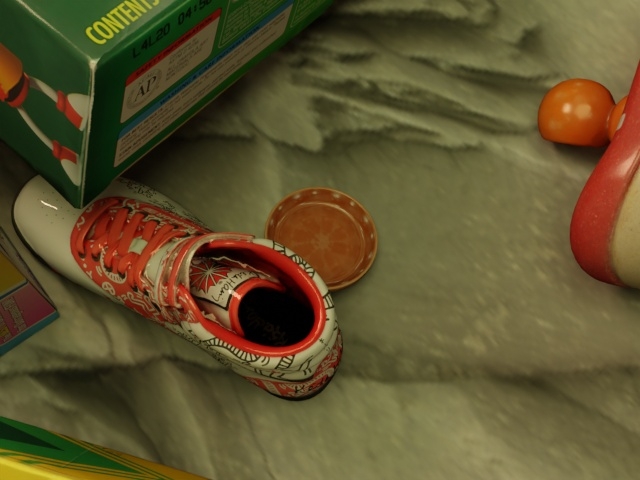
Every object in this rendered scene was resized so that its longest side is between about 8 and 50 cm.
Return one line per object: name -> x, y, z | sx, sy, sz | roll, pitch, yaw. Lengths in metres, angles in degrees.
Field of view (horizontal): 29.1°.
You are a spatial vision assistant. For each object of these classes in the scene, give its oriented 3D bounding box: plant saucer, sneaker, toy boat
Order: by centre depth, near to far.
sneaker -> -0.102, 0.011, 0.838 | 0.270, 0.145, 0.090 | 32, 76, 8
toy boat -> 0.227, -0.080, 0.887 | 0.151, 0.151, 0.231 | 11, 71, 34
plant saucer -> 0.000, 0.000, 0.903 | 0.083, 0.013, 0.083 | 3, 65, -6

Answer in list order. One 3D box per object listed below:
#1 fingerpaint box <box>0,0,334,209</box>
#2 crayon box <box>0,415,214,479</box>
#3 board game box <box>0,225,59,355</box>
fingerpaint box -> -0.134, -0.303, 0.851 | 0.371, 0.163, 0.445 | 41, 59, 10
crayon box -> -0.249, 0.285, 0.741 | 0.313, 0.106, 0.363 | 17, 90, 2
board game box -> -0.282, -0.061, 0.768 | 0.064, 0.316, 0.242 | -35, 77, -9
